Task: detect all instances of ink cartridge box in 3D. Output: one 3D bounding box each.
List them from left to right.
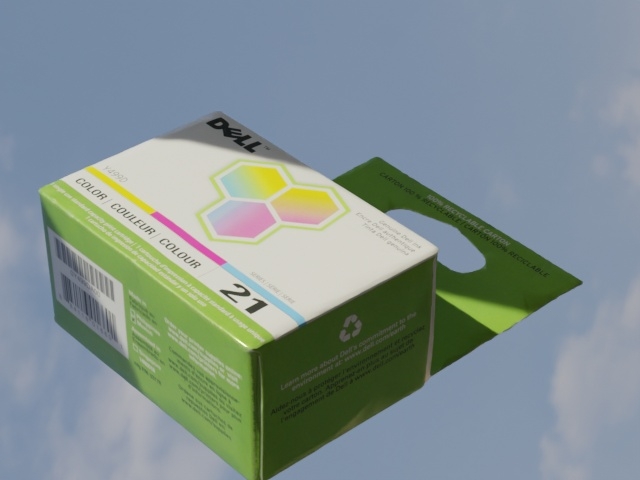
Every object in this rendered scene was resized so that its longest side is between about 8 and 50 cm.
[{"bbox_3d":[0.000,0.000,0.923,0.255,0.189,0.097,-28,-46,-33],"label":"ink cartridge box"}]
